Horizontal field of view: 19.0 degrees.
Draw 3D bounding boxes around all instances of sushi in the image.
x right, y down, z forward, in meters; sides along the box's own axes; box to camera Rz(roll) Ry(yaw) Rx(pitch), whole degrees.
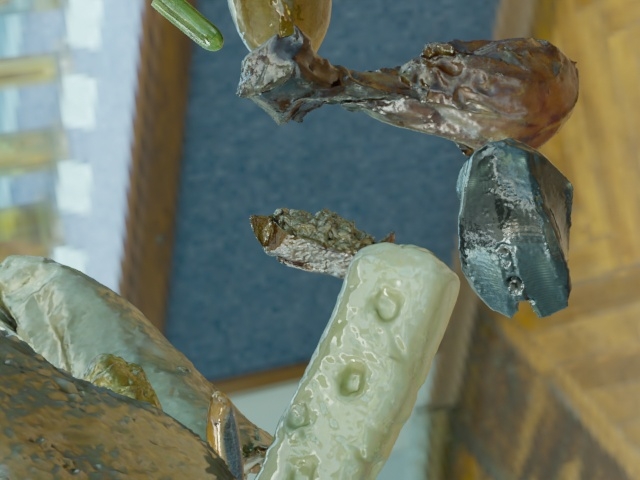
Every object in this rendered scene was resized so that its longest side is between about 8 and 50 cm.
[{"bbox_3d":[0.000,0.000,1.627,0.052,0.120,0.055,-65,-12,-55],"label":"sushi"}]

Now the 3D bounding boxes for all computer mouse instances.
[{"bbox_3d":[0.125,-0.001,1.246,0.079,0.047,0.135,1,121,23],"label":"computer mouse"}]

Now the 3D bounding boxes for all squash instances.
[{"bbox_3d":[-0.134,-0.225,1.960,0.083,0.027,0.027,40,148,-1],"label":"squash"}]

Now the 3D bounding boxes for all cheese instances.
[{"bbox_3d":[0.016,0.090,1.036,0.065,0.194,0.043,20,165,19],"label":"cheese"}]

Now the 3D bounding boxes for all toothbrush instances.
[{"bbox_3d":[-0.061,0.231,1.265,0.023,0.031,0.321,25,132,34],"label":"toothbrush"}]

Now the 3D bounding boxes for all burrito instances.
[{"bbox_3d":[-0.131,0.123,1.412,0.347,0.107,0.175,35,174,45],"label":"burrito"}]

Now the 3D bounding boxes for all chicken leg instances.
[{"bbox_3d":[0.078,-0.120,1.603,0.093,0.304,0.113,-114,31,-52],"label":"chicken leg"}]

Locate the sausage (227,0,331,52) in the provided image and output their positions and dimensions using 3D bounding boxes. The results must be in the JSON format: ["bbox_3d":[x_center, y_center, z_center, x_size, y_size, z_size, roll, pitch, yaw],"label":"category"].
[{"bbox_3d":[-0.056,-0.417,1.991,0.136,0.123,0.501,-136,41,-85],"label":"sausage"}]

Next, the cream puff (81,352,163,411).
[{"bbox_3d":[-0.130,0.116,1.224,0.083,0.058,0.083,38,144,59],"label":"cream puff"}]

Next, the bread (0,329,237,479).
[{"bbox_3d":[-0.094,0.139,0.819,0.337,0.183,0.102,42,115,47],"label":"bread"}]
